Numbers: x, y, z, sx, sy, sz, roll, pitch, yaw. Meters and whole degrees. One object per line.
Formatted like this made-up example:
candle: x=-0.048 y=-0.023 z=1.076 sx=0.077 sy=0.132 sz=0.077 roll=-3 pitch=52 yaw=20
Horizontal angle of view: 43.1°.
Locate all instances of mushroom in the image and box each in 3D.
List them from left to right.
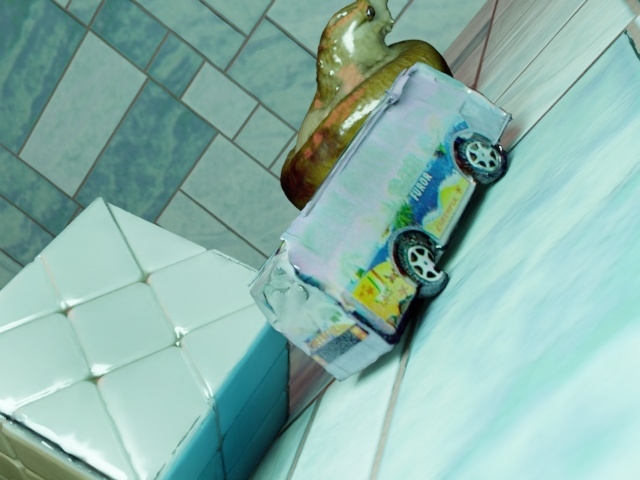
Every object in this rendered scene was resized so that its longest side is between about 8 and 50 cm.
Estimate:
mushroom: x=0.055 y=-0.208 z=1.293 sx=0.345 sy=0.259 sz=0.345 roll=-43 pitch=10 yaw=10

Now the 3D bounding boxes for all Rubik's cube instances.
Rubik's cube: x=-0.172 y=0.142 z=0.743 sx=0.231 sy=0.221 sz=0.225 roll=-54 pitch=-20 yaw=-35

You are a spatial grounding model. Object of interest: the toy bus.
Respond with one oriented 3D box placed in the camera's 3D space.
toy bus: x=0.064 y=-0.033 z=0.731 sx=0.112 sy=0.138 sz=0.317 roll=-44 pitch=10 yaw=50
